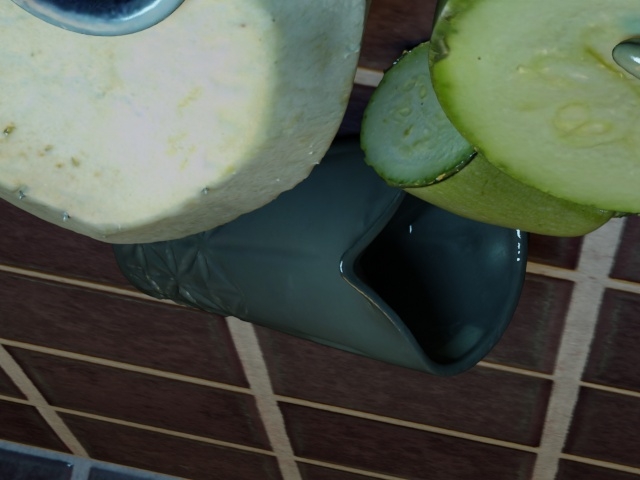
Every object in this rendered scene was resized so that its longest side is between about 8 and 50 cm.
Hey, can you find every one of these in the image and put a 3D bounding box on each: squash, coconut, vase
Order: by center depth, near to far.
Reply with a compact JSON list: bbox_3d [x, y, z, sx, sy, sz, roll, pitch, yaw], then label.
[{"bbox_3d":[-0.079,-0.120,0.860,0.241,0.241,0.241,12,163,4],"label":"coconut"},{"bbox_3d":[0.160,-0.084,0.986,0.219,0.041,0.219,6,147,4],"label":"squash"},{"bbox_3d":[0.130,-0.047,1.172,0.094,0.094,0.224,-4,163,43],"label":"squash"},{"bbox_3d":[0.000,0.000,1.319,0.300,0.156,0.251,4,-173,44],"label":"vase"}]

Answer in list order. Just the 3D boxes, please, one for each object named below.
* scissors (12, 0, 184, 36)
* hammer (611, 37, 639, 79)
[{"bbox_3d":[-0.152,-0.239,0.615,0.383,0.029,0.256,27,114,-25],"label":"scissors"},{"bbox_3d":[0.195,-0.129,0.863,0.060,0.028,0.195,24,141,-5],"label":"hammer"}]
